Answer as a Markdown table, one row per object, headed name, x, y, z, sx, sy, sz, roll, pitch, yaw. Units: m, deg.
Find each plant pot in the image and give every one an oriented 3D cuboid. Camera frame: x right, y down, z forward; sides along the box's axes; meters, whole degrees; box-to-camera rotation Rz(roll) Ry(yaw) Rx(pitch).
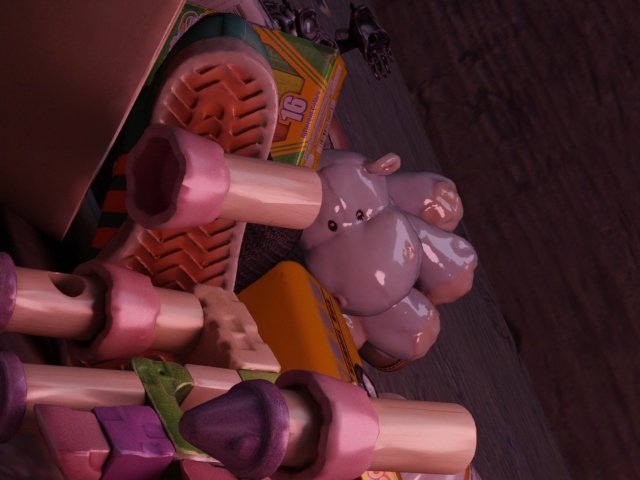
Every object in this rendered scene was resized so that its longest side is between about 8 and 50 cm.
| name | x | y | z | sx | sy | sz | roll | pitch | yaw |
| --- | --- | --- | --- | --- | --- | --- | --- | --- | --- |
| plant pot | -0.198 | -0.167 | 1.322 | 0.191 | 0.284 | 0.284 | 27 | 17 | -6 |

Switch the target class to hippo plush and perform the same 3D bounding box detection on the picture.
| name | x | y | z | sx | sy | sz | roll | pitch | yaw |
| --- | --- | --- | --- | --- | --- | --- | --- | --- | --- |
| hippo plush | 0.052 | -0.024 | 2.001 | 0.236 | 0.234 | 0.294 | 106 | -38 | -76 |

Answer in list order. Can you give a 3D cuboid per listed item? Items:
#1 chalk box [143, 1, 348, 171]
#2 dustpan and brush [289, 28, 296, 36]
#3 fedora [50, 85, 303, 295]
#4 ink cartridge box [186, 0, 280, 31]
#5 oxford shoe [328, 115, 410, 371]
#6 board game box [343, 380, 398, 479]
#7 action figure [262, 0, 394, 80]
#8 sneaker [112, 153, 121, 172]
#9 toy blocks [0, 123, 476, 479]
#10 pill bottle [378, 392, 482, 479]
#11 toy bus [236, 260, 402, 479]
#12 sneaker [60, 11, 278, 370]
| name | x | y | z | sx | sy | sz | roll | pitch | yaw |
| --- | --- | --- | --- | --- | --- | --- | --- | --- | --- |
| chalk box | -0.097 | -0.142 | 1.803 | 0.132 | 0.213 | 0.132 | 27 | 80 | -84 |
| dustpan and brush | -0.071 | -0.116 | 1.911 | 0.147 | 0.060 | 0.211 | -95 | -164 | -65 |
| fedora | -0.116 | -0.042 | 1.601 | 0.334 | 0.152 | 0.334 | 60 | 11 | -19 |
| ink cartridge box | -0.118 | -0.205 | 2.010 | 0.191 | 0.139 | 0.082 | 57 | 11 | -34 |
| oxford shoe | 0.000 | 0.000 | 2.246 | 0.130 | 0.123 | 0.348 | -7 | 67 | -56 |
| board game box | -0.023 | 0.172 | 1.517 | 0.259 | 0.039 | 0.124 | -6 | -71 | 63 |
| action figure | -0.052 | -0.211 | 2.204 | 0.275 | 0.164 | 0.141 | 9 | -69 | 52 |
| sneaker | -0.117 | 0.060 | 1.425 | 0.094 | 0.091 | 0.258 | -2 | -74 | 67 |
| toy blocks | -0.123 | 0.123 | 1.151 | 0.260 | 0.309 | 0.288 | 7 | 37 | -38 |
| pill bottle | 0.102 | 0.272 | 1.944 | 0.246 | 0.136 | 0.136 | 56 | 13 | -33 |
| toy bus | 0.001 | 0.190 | 1.727 | 0.130 | 0.108 | 0.333 | 49 | 18 | -53 |
| sneaker | -0.100 | -0.019 | 1.341 | 0.108 | 0.302 | 0.121 | 20 | 25 | -10 |
